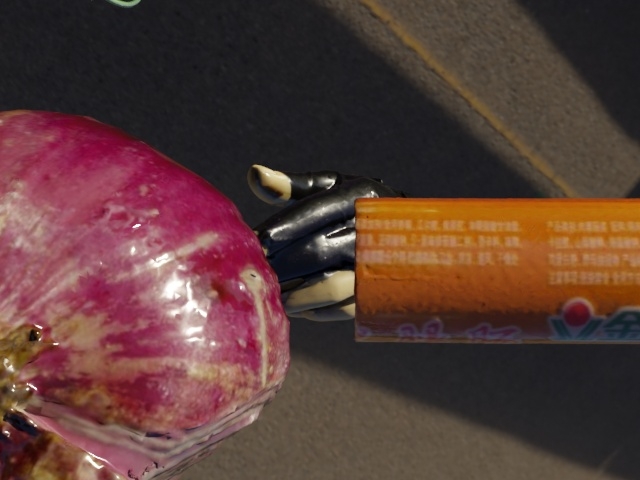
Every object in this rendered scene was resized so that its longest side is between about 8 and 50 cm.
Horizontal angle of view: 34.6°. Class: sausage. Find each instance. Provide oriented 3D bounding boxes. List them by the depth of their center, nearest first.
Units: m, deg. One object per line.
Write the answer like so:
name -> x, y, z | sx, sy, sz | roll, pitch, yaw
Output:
sausage -> 0.175, 0.019, 0.626 | 0.312, 0.093, 0.093 | 0, 135, 7

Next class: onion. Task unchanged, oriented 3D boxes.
onion -> -0.153, 0.045, 0.553 | 0.256, 0.272, 0.230 | 38, 83, -18

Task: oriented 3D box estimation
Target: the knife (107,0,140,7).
knife -> -0.298, -0.333, 1.177 | 0.212, 0.015, 0.054 | 34, 96, -18

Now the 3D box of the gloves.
gloves -> 0.007, -0.004, 1.165 | 0.301, 0.197, 0.152 | -19, 168, -38
